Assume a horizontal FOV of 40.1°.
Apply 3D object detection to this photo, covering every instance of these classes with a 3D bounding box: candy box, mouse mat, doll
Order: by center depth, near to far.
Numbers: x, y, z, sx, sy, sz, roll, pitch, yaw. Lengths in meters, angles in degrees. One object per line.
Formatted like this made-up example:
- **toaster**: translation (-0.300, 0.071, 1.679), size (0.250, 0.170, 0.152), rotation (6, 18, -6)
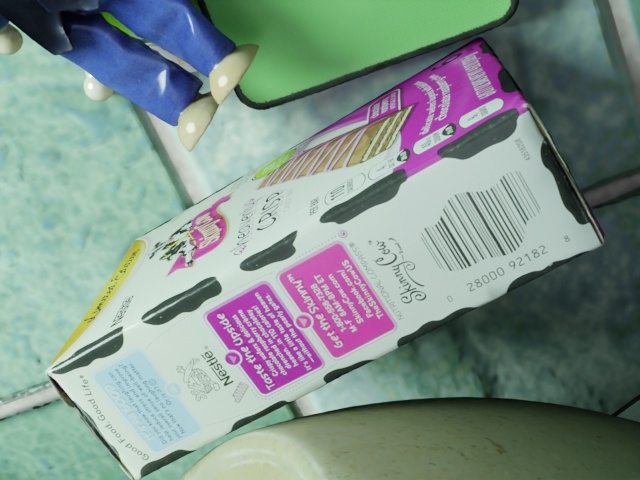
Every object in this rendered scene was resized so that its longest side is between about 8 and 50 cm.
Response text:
- **doll**: translation (-0.121, -0.123, 0.409), size (0.189, 0.046, 0.129), rotation (32, 134, -13)
- **mouse mat**: translation (-0.002, -0.168, 0.413), size (0.153, 0.007, 0.189), rotation (-18, 114, 10)
- **candy box**: translation (0.000, 0.000, 0.427), size (0.233, 0.159, 0.071), rotation (-30, 107, 14)

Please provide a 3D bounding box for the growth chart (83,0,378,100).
- **growth chart**: translation (-0.037, -0.169, 0.430), size (0.237, 0.021, 0.172), rotation (-17, 113, 11)

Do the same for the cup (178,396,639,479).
- **cup**: translation (0.042, 0.204, 0.390), size (0.237, 0.331, 0.331), rotation (31, 113, -30)

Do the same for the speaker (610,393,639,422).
- **speaker**: translation (0.216, 0.108, 0.522), size (0.055, 0.055, 0.136), rotation (42, 110, -15)
